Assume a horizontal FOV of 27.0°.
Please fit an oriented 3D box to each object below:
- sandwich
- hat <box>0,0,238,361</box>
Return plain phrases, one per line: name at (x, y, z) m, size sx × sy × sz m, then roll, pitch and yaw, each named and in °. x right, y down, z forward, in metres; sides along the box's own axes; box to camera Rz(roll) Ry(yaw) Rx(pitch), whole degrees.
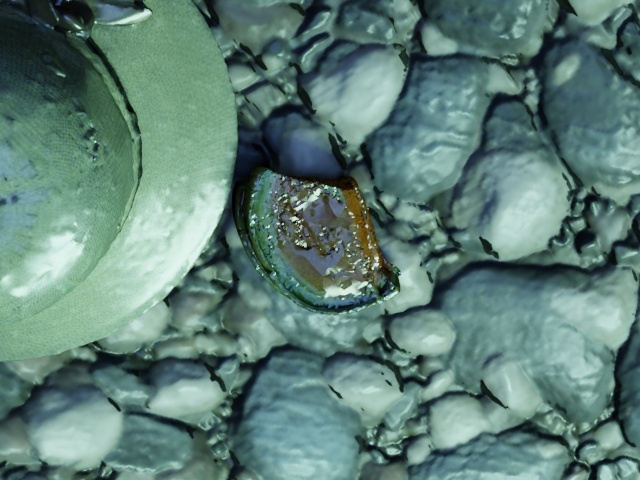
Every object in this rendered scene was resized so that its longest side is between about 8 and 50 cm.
sandwich at (-0.005, -0.001, 0.707) m, size 0.069 × 0.026 × 0.101 m, roll -26°, pitch 112°, yaw 4°
hat at (-0.161, -0.031, 0.618) m, size 0.257 × 0.130 × 0.257 m, roll -3°, pitch 111°, yaw -8°
